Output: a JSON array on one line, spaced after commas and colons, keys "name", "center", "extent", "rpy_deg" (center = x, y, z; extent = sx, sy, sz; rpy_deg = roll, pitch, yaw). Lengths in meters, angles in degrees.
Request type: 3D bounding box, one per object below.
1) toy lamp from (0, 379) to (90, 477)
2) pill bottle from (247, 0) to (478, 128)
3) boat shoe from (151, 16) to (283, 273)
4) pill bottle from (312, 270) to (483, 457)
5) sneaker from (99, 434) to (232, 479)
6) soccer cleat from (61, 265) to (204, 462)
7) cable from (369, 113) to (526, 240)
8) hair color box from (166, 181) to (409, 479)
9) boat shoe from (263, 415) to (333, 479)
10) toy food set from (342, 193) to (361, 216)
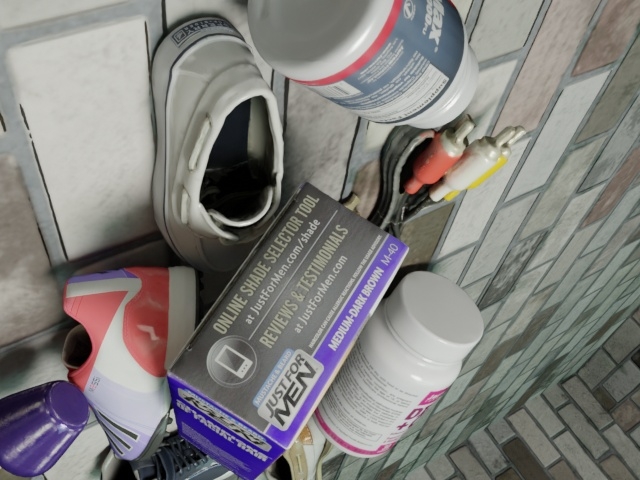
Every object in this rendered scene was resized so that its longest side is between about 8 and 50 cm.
[{"name": "toy lamp", "center": [-0.324, 0.214, 0.630], "extent": [0.274, 0.080, 0.080], "rpy_deg": [-33, 154, 18]}, {"name": "pill bottle", "center": [0.043, -0.143, 0.489], "extent": [0.108, 0.108, 0.180], "rpy_deg": [-46, 152, 20]}, {"name": "boat shoe", "center": [-0.072, -0.041, 0.539], "extent": [0.096, 0.088, 0.268], "rpy_deg": [-22, 149, -26]}, {"name": "pill bottle", "center": [0.109, 0.187, 1.023], "extent": [0.160, 0.160, 0.283], "rpy_deg": [-10, 143, -41]}, {"name": "sneaker", "center": [-0.190, 0.294, 0.934], "extent": [0.226, 0.086, 0.163], "rpy_deg": [-31, 155, -7]}, {"name": "soccer cleat", "center": [-0.197, 0.128, 0.675], "extent": [0.116, 0.109, 0.318], "rpy_deg": [6, 142, -19]}, {"name": "cable", "center": [0.098, -0.033, 0.763], "extent": [0.139, 0.072, 0.287], "rpy_deg": [-1, 137, -40]}, {"name": "hair color box", "center": [-0.044, 0.111, 0.644], "extent": [0.185, 0.110, 0.339], "rpy_deg": [-56, 174, -24]}, {"name": "boat shoe", "center": [-0.057, 0.413, 1.259], "extent": [0.103, 0.113, 0.302], "rpy_deg": [-16, 136, -31]}, {"name": "toy food set", "center": [0.000, 0.000, 0.764], "extent": [0.122, 0.019, 0.078], "rpy_deg": [-43, 153, -4]}]
